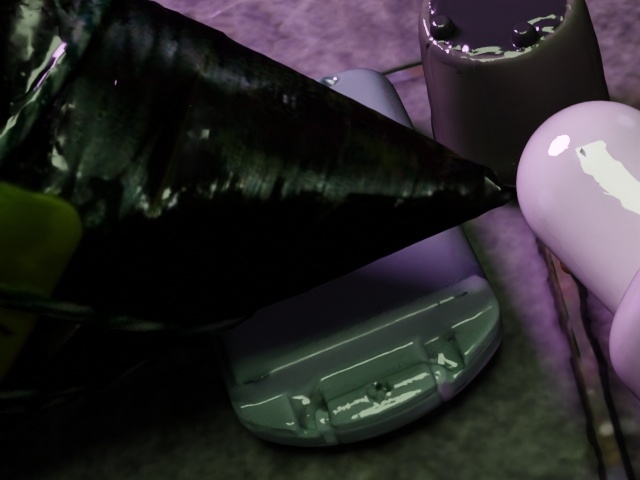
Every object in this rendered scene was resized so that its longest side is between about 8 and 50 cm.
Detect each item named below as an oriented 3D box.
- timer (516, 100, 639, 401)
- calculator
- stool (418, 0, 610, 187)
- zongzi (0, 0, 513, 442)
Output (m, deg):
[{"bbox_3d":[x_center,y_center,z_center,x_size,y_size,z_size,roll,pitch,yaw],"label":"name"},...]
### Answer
[{"bbox_3d":[0.205,-0.016,0.725,0.233,0.233,0.240,-39,71,-16],"label":"timer"},{"bbox_3d":[0.000,0.000,0.920,0.141,0.045,0.246,-23,46,0],"label":"calculator"},{"bbox_3d":[0.097,-0.088,0.918,0.096,0.110,0.096,-8,51,10],"label":"stool"},{"bbox_3d":[-0.118,-0.016,0.858,0.362,0.383,0.319,15,59,-11],"label":"zongzi"}]
